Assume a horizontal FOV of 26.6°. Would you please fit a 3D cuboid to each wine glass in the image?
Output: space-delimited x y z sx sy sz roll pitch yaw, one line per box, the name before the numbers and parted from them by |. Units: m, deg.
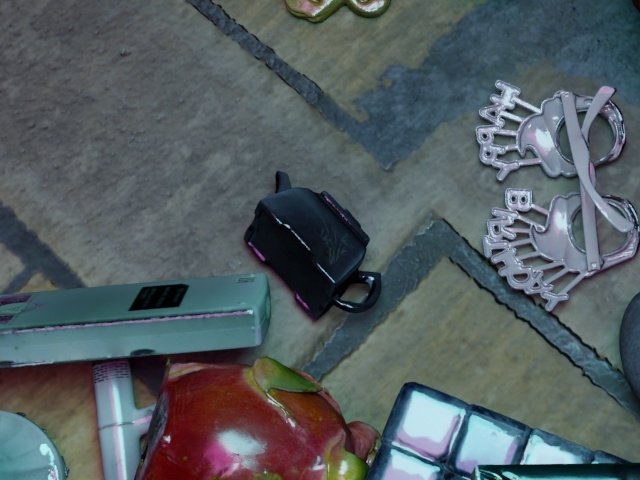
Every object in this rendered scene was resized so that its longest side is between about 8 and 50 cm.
wine glass | -0.348 0.236 1.315 0.164 0.196 0.165 -2 76 6

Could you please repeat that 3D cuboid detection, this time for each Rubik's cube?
Rubik's cube | 0.156 0.321 1.206 0.291 0.293 0.287 20 78 11

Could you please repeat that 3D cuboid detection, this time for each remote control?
remote control | -0.223 0.083 1.371 0.343 0.145 0.050 -5 103 4

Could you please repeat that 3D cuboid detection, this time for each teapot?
teapot | 0.000 0.000 1.409 0.096 0.087 0.177 -34 75 -30

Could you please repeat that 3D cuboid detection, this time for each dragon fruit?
dragon fruit | -0.066 0.218 1.287 0.227 0.224 0.224 27 79 -10

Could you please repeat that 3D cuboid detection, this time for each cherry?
cherry | 0.385 0.100 1.345 0.188 0.115 0.148 -22 36 -9

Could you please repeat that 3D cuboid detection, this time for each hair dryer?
hair dryer | -0.137 0.188 1.391 0.183 0.044 0.155 -8 78 -1

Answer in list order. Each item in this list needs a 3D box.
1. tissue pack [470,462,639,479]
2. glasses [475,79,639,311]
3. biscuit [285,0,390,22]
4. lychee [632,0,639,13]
tissue pack | 0.202 0.221 1.032 0.170 0.090 0.103 -3 78 4
glasses | 0.240 -0.057 1.397 0.162 0.095 0.256 -8 73 11
biscuit | 0.055 -0.332 1.508 0.225 0.036 0.166 -20 74 -1
lychee | 0.427 -0.290 1.377 0.255 0.300 0.255 -3 84 36
